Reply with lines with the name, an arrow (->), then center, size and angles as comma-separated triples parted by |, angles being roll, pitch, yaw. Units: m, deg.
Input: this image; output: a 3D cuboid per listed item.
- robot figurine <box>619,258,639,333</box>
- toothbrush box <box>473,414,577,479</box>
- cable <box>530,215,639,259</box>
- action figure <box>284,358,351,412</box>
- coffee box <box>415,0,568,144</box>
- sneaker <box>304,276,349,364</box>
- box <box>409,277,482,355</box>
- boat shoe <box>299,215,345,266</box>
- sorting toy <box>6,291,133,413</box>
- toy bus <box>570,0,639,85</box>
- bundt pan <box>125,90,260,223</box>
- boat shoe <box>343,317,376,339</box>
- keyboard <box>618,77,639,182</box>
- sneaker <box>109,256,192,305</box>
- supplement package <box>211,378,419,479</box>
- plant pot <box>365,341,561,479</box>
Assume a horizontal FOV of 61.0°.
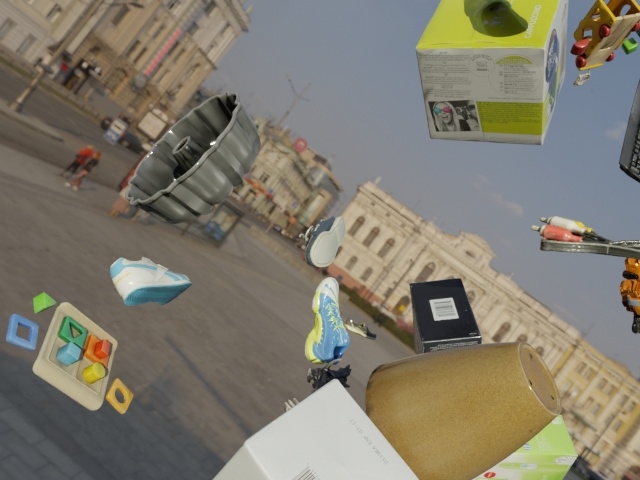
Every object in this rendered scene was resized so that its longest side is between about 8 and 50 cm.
robot figurine -> 1.038, 0.176, 1.751 | 0.085, 0.211, 0.291 | 0, -35, 44
toothbrush box -> 0.471, 0.551, 1.398 | 0.284, 0.206, 0.122 | 4, 38, -2
cable -> 0.596, -0.004, 1.166 | 0.140, 0.072, 0.287 | -15, 17, -38
action figure -> -0.005, 0.389, 1.315 | 0.141, 0.275, 0.164 | 17, 32, 32
coffee box -> 0.509, -0.518, 1.578 | 0.339, 0.337, 0.334 | 10, -34, 28
sneaker -> 0.038, 0.225, 1.473 | 0.126, 0.239, 0.091 | 12, 3, 40
box -> 0.398, 0.326, 1.737 | 0.296, 0.183, 0.293 | -88, 170, -58
boat shoe -> 0.000, 0.000, 1.478 | 0.254, 0.079, 0.095 | -58, 139, -56
sorting toy -> -0.526, 0.251, 1.207 | 0.347, 0.047, 0.195 | 53, 18, -34
toy bus -> 0.675, -0.502, 1.320 | 0.191, 0.202, 0.104 | 12, 51, -55
bundt pan -> -0.263, -0.168, 1.188 | 0.124, 0.331, 0.331 | 46, -6, -34
boat shoe -> 0.159, 0.339, 2.084 | 0.152, 0.049, 0.056 | 25, -3, -28
keyboard -> 0.823, -0.243, 1.296 | 0.202, 0.317, 0.033 | 30, -24, -7
sneaker -> -0.360, 0.084, 1.181 | 0.092, 0.087, 0.229 | 53, 8, 15
supplement package -> -0.039, 0.280, 0.547 | 0.139, 0.244, 0.134 | 48, 37, 18
plant pot -> 0.247, 0.269, 0.895 | 0.237, 0.254, 0.237 | 36, 35, -31
